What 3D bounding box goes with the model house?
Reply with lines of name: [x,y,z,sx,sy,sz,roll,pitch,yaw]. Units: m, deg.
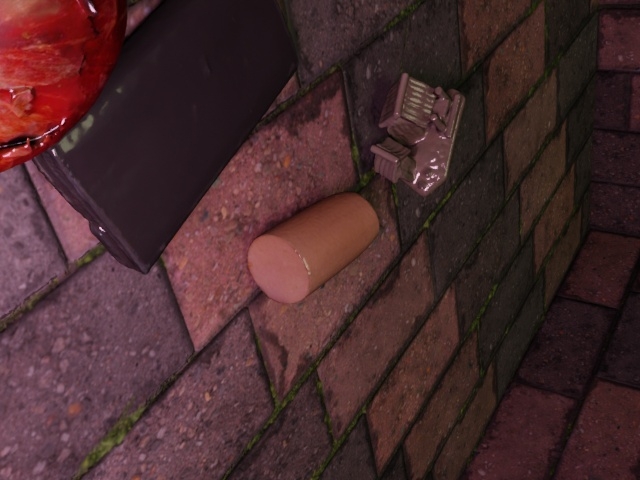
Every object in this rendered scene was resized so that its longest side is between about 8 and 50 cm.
model house: [0.182,-0.218,1.400,0.188,0.122,0.229,21,86,-56]

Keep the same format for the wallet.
wallet: [-0.171,-0.179,0.906,0.406,0.062,0.228,-58,144,-28]

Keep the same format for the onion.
onion: [-0.291,-0.183,0.550,0.276,0.276,0.276,-26,122,-52]

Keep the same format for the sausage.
sausage: [0.000,0.000,1.184,0.253,0.123,0.123,-36,129,-49]
